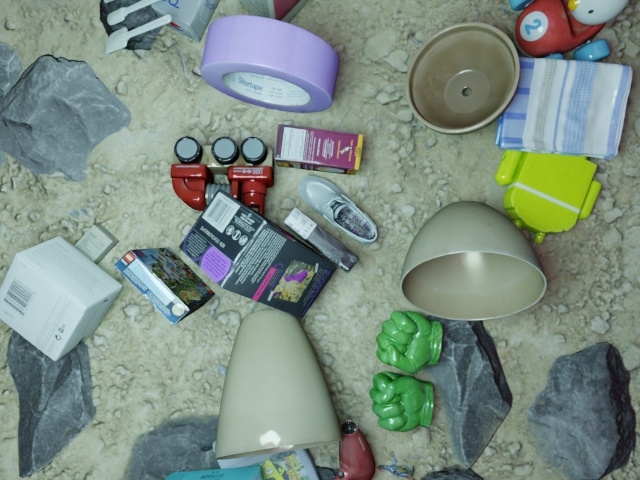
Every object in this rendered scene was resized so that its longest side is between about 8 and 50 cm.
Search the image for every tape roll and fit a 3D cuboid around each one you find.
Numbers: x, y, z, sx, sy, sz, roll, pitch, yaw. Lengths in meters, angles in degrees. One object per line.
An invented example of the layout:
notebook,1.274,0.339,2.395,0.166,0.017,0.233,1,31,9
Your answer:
tape roll,-0.102,-0.352,0.906,0.275,0.275,0.090,11,92,-2

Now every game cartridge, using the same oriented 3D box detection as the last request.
game cartridge,-0.105,0.566,1.028,0.196,0.060,0.294,-25,91,-5

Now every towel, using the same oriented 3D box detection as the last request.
towel,0.544,-0.296,0.978,0.285,0.034,0.209,4,101,-3

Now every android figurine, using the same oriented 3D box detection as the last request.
android figurine,0.539,-0.130,1.036,0.248,0.056,0.273,21,88,-3

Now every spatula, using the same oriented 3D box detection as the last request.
spatula,-0.407,-0.520,0.961,0.242,0.019,0.168,0,86,34

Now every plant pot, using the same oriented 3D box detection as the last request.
plant pot,-0.099,0.297,0.929,0.256,0.256,0.274,-8,64,-2
plant pot,0.320,-0.349,0.981,0.237,0.110,0.237,1,91,27
plant pot,0.318,0.026,0.950,0.284,0.284,0.191,10,55,-2

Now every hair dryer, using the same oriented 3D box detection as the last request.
hair dryer,0.051,0.539,0.956,0.080,0.223,0.293,10,87,29

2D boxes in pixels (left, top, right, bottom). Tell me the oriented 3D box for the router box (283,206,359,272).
router box,0.000,0.000,0.983,0.179,0.133,0.046,38,89,-1

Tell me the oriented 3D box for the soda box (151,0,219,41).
soda box,-0.265,-0.614,0.990,0.098,0.091,0.286,27,90,-2

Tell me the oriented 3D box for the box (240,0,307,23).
box,-0.112,-0.581,0.924,0.148,0.232,0.127,42,89,-2

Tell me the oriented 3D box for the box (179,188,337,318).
box,-0.117,0.035,0.895,0.165,0.270,0.143,34,89,37

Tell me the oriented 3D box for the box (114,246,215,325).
box,-0.316,0.086,0.925,0.044,0.233,0.159,-45,92,-1

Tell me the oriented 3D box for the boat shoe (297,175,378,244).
boat shoe,0.045,-0.074,1.009,0.227,0.081,0.079,38,89,-2

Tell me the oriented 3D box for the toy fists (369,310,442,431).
toy fists,0.194,0.304,1.012,0.142,0.096,0.279,7,92,-1

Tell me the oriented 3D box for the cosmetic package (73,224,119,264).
cosmetic package,-0.534,0.024,1.014,0.060,0.041,0.115,44,89,-2

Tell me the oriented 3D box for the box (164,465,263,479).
box,-0.239,0.576,0.979,0.244,0.060,0.100,-14,94,18

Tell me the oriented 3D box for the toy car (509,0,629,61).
toy car,0.560,-0.506,0.942,0.210,0.238,0.219,-18,91,-1

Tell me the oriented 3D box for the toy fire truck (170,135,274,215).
toy fire truck,-0.214,-0.088,0.984,0.217,0.158,0.246,0,80,-2

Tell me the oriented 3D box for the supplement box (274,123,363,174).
supplement box,-0.005,-0.204,0.995,0.188,0.104,0.081,7,91,-1

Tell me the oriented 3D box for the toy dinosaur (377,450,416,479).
toy dinosaur,0.180,0.554,1.043,0.082,0.047,0.090,-11,102,17

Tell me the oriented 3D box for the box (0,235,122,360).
box,-0.569,0.124,0.946,0.182,0.119,0.181,39,113,-2
